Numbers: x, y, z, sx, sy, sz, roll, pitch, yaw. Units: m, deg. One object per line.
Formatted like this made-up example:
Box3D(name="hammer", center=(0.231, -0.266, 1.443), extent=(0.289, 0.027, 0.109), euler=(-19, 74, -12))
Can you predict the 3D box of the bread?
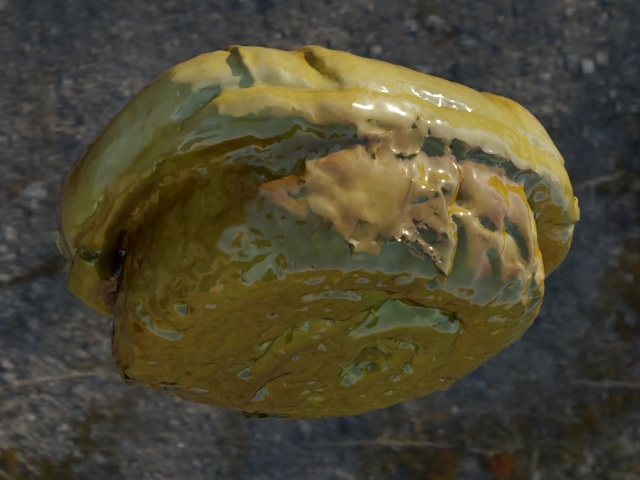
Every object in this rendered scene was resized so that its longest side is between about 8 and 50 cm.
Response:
Box3D(name="bread", center=(0.002, -0.001, 0.715), extent=(0.236, 0.198, 0.120), euler=(10, 56, -31))
